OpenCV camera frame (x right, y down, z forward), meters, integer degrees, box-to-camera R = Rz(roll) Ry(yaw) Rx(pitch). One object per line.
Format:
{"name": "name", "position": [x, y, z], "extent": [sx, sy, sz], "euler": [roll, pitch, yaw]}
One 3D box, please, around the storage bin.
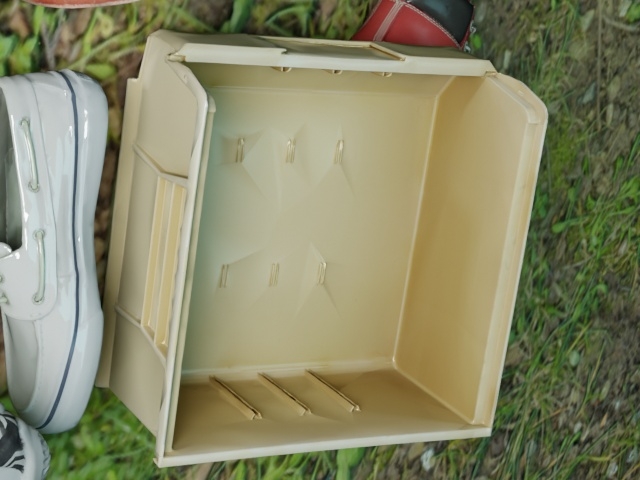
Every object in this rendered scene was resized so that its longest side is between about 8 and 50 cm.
{"name": "storage bin", "position": [0.000, 0.000, 1.093], "extent": [0.262, 0.123, 0.260], "euler": [-1, 108, -30]}

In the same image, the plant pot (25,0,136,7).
{"name": "plant pot", "position": [-0.100, -0.301, 0.798], "extent": [0.272, 0.272, 0.265], "euler": [-47, 129, -28]}

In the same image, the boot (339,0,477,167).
{"name": "boot", "position": [0.095, -0.098, 1.269], "extent": [0.176, 0.088, 0.244], "euler": [-58, 138, -19]}

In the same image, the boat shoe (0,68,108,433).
{"name": "boat shoe", "position": [-0.183, 0.008, 0.982], "extent": [0.075, 0.083, 0.226], "euler": [-1, 95, -39]}

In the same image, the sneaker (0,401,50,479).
{"name": "sneaker", "position": [-0.312, 0.129, 0.818], "extent": [0.366, 0.137, 0.210], "euler": [32, 81, -48]}
